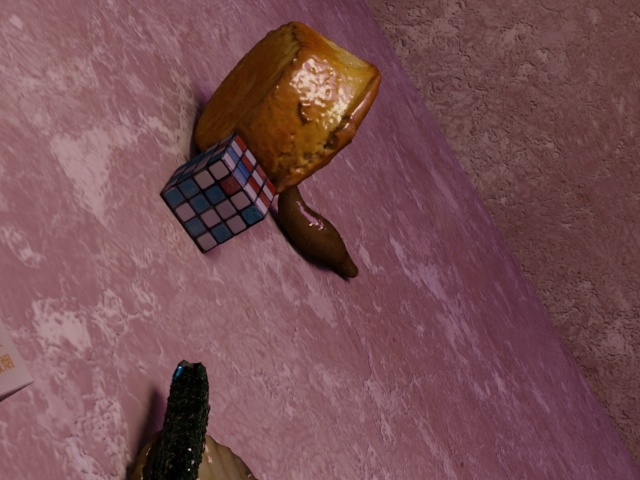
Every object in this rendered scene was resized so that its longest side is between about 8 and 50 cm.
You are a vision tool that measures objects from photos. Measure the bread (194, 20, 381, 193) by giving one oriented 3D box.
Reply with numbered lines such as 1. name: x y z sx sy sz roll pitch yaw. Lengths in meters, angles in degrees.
1. bread: -0.051 -0.164 1.581 0.146 0.268 0.268 40 25 -21

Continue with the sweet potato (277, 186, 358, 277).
1. sweet potato: 0.002 0.002 1.751 0.249 0.059 0.069 47 10 -46

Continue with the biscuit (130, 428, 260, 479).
1. biscuit: -0.108 0.259 1.105 0.187 0.036 0.273 61 19 1

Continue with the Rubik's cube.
1. Rubik's cube: -0.120 -0.057 1.457 0.092 0.092 0.092 55 20 -16

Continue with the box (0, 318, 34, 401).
1. box: -0.315 0.027 0.857 0.233 0.067 0.149 61 18 3

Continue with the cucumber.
1. cucumber: -0.123 0.181 1.073 0.044 0.043 0.256 54 16 -22
